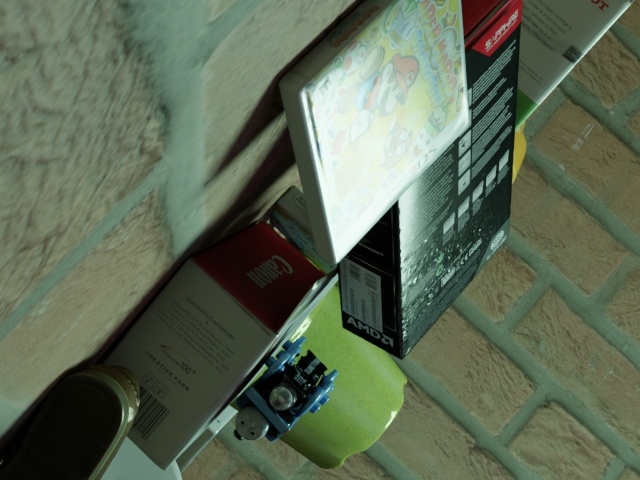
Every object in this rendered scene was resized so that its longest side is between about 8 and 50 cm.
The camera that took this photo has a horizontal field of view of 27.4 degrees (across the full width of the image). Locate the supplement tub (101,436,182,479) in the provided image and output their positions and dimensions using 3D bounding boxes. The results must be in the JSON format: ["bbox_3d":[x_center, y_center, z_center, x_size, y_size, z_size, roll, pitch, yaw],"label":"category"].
[{"bbox_3d":[-0.294,0.350,1.627,0.191,0.191,0.272,-45,176,-41],"label":"supplement tub"}]

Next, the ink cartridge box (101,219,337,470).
[{"bbox_3d":[-0.098,0.083,1.507,0.272,0.130,0.309,-50,177,14],"label":"ink cartridge box"}]

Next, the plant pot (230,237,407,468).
[{"bbox_3d":[-0.025,0.173,1.838,0.276,0.254,0.276,-42,-165,14],"label":"plant pot"}]

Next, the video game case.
[{"bbox_3d":[0.055,-0.116,1.127,0.206,0.026,0.227,-46,148,-24],"label":"video game case"}]

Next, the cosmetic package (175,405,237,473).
[{"bbox_3d":[-0.200,0.264,2.326,0.224,0.138,0.224,-45,175,-37],"label":"cosmetic package"}]

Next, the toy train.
[{"bbox_3d":[-0.043,0.172,1.460,0.105,0.080,0.184,-45,178,11],"label":"toy train"}]

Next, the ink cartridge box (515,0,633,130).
[{"bbox_3d":[0.256,-0.270,1.599,0.219,0.160,0.092,-49,178,31],"label":"ink cartridge box"}]

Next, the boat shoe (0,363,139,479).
[{"bbox_3d":[-0.283,0.256,1.331,0.307,0.111,0.104,-48,176,9],"label":"boat shoe"}]

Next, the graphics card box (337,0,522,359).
[{"bbox_3d":[0.113,-0.074,1.390,0.233,0.094,0.370,-47,148,-30],"label":"graphics card box"}]

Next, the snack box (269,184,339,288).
[{"bbox_3d":[0.000,0.000,1.687,0.037,0.141,0.100,-46,176,-17],"label":"snack box"}]

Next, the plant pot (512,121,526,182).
[{"bbox_3d":[0.227,-0.204,1.960,0.188,0.205,0.205,-64,-177,-21],"label":"plant pot"}]
